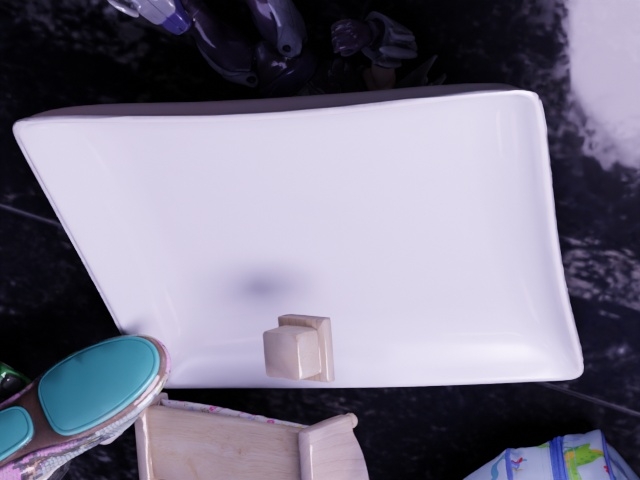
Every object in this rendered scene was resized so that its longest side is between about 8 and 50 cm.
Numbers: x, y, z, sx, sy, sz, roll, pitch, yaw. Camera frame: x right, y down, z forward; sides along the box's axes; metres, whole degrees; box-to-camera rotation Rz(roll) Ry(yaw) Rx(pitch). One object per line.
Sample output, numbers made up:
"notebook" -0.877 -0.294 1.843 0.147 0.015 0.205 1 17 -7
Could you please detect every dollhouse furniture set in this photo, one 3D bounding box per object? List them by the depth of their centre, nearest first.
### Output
"dollhouse furniture set" -0.060 0.213 1.422 0.303 0.174 0.355 5 102 40

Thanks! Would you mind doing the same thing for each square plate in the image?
"square plate" 0.000 0.000 1.249 0.347 0.049 0.344 -3 144 12

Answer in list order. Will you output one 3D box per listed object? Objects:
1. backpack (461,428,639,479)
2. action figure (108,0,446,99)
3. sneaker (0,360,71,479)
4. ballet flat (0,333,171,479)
"backpack" 0.213 0.320 1.347 0.355 0.290 0.273 38 112 -5
"action figure" -0.038 -0.129 1.214 0.185 0.099 0.285 -36 111 22
"sneaker" -0.328 0.099 1.400 0.134 0.146 0.343 -42 122 -2
"ballet flat" -0.203 0.145 1.349 0.221 0.077 0.079 -30 145 4
